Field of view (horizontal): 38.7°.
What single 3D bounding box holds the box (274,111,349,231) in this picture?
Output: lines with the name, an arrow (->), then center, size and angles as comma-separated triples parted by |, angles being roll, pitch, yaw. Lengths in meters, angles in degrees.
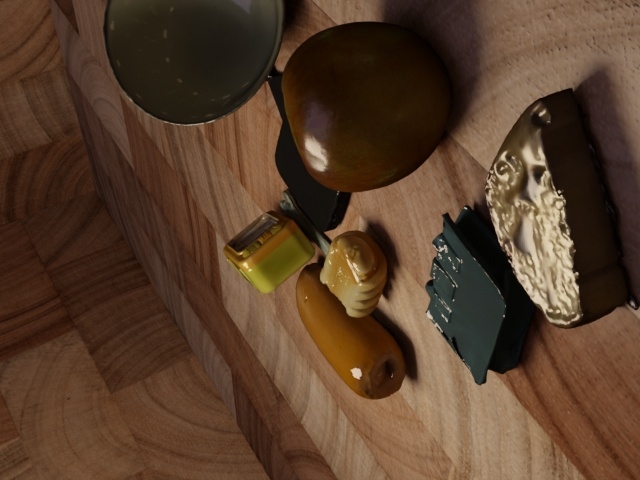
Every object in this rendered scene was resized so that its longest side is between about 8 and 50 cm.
box -> -0.017, -0.125, 1.621 | 0.201, 0.042, 0.212 | 57, 156, 23

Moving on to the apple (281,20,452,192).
apple -> 0.062, -0.173, 1.193 | 0.237, 0.208, 0.236 | 165, 90, -87

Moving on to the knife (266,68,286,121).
knife -> -0.073, -0.268, 1.642 | 0.060, 0.028, 0.230 | 5, 120, 58

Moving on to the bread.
bread -> 0.063, 0.055, 1.559 | 0.119, 0.084, 0.177 | 56, 157, 21

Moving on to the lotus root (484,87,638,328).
lotus root -> 0.255, -0.029, 1.018 | 0.260, 0.074, 0.170 | 70, 162, -7

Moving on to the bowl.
bowl -> -0.184, -0.354, 1.546 | 0.337, 0.337, 0.157 | 63, -160, 10

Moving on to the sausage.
sausage -> 0.035, 0.160, 1.711 | 0.354, 0.116, 0.134 | 46, 162, 51

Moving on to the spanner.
spanner -> 0.000, 0.000, 1.751 | 0.302, 0.017, 0.071 | 50, 154, 37

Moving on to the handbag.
handbag -> 0.212, 0.076, 1.257 | 0.179, 0.062, 0.229 | 55, 157, 35

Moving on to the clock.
clock -> -0.105, 0.019, 1.811 | 0.096, 0.143, 0.202 | 50, 172, -17
